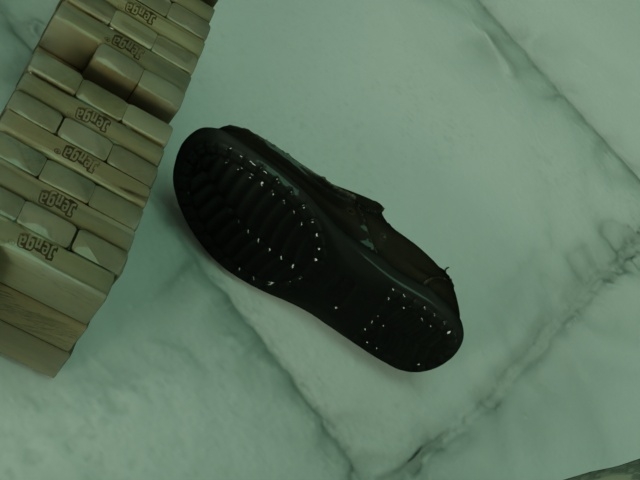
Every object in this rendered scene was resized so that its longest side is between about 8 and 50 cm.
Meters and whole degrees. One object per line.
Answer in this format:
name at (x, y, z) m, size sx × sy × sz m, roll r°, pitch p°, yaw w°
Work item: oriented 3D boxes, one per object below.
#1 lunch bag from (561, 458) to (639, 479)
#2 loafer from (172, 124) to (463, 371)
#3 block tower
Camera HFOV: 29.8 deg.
lunch bag at (0.085, 0.198, 0.473) m, size 0.256 × 0.305 × 0.212 m, roll 47°, pitch 32°, yaw -42°
loafer at (0.000, 0.000, 0.782) m, size 0.220 × 0.080 × 0.078 m, roll 39°, pitch 32°, yaw -12°
block tower at (-0.138, -0.074, 0.714) m, size 0.097 × 0.091 × 0.335 m, roll 29°, pitch 44°, yaw -15°
